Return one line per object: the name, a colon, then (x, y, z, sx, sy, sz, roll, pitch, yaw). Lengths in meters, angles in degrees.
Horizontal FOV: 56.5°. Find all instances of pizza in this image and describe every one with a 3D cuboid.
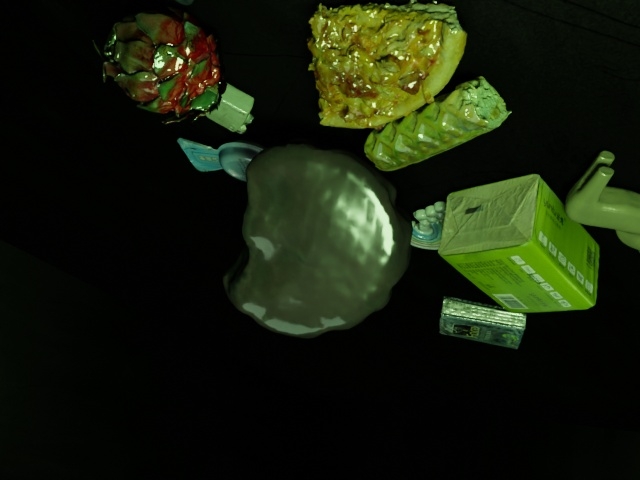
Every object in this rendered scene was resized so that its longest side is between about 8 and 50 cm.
pizza: (0.067, -0.262, 0.903, 0.226, 0.086, 0.335, 28, 155, -26)

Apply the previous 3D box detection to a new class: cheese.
cheese: (-0.184, -0.174, 1.289, 0.245, 0.052, 0.135, 9, 152, 18)

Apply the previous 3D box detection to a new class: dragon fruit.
dragon fruit: (-0.247, -0.284, 0.956, 0.182, 0.182, 0.189, -7, 153, 42)

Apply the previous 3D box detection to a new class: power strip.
power strip: (-0.251, -0.290, 1.088, 0.286, 0.048, 0.080, 25, 152, -19)

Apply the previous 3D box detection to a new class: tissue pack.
tissue pack: (0.398, 0.016, 1.183, 0.200, 0.167, 0.275, -12, 142, 44)
tissue pack: (0.468, 0.240, 1.732, 0.235, 0.073, 0.173, 10, 154, 14)

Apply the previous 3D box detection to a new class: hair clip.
hair clip: (0.228, -0.026, 1.356, 0.220, 0.054, 0.140, -16, 134, 44)

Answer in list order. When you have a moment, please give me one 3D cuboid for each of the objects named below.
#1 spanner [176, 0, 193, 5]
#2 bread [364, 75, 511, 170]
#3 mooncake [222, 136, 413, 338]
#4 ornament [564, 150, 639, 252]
spanner: (-0.323, -0.437, 0.855, 0.316, 0.024, 0.087, 29, 155, -29)
bread: (0.178, -0.183, 0.996, 0.269, 0.098, 0.087, -18, 96, 51)
mooncake: (0.000, 0.000, 1.178, 0.351, 0.381, 0.212, 29, -162, 4)
ornament: (0.557, -0.051, 1.067, 0.230, 0.061, 0.245, 12, 154, 5)
